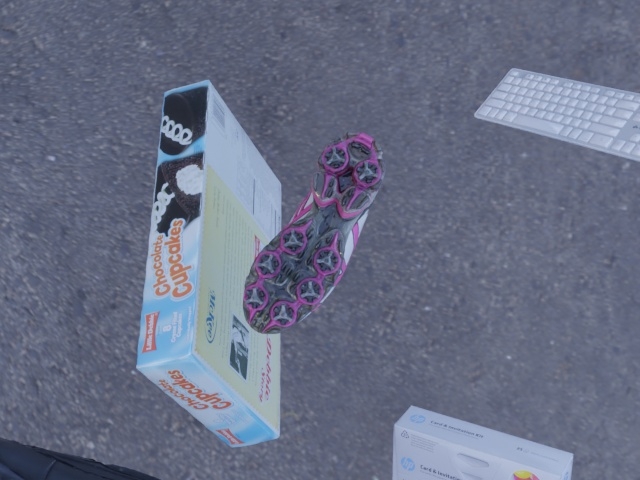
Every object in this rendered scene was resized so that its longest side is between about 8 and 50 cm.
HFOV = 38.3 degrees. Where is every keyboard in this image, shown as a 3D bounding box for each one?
[{"bbox_3d":[0.260,-0.120,0.890,0.072,0.256,0.014,-46,129,-15],"label":"keyboard"}]

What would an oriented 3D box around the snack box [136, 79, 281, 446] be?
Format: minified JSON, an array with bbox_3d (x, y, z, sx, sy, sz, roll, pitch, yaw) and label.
[{"bbox_3d":[-0.100,0.020,0.922,0.187,0.060,0.322,56,26,-49],"label":"snack box"}]

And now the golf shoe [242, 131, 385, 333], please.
[{"bbox_3d":[0.000,0.000,0.783,0.067,0.086,0.186,32,86,8],"label":"golf shoe"}]

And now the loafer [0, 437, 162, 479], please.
[{"bbox_3d":[-0.102,0.118,0.343,0.223,0.078,0.076,12,74,6],"label":"loafer"}]

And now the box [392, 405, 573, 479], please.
[{"bbox_3d":[0.131,0.246,0.785,0.038,0.145,0.186,-35,130,-51],"label":"box"}]
